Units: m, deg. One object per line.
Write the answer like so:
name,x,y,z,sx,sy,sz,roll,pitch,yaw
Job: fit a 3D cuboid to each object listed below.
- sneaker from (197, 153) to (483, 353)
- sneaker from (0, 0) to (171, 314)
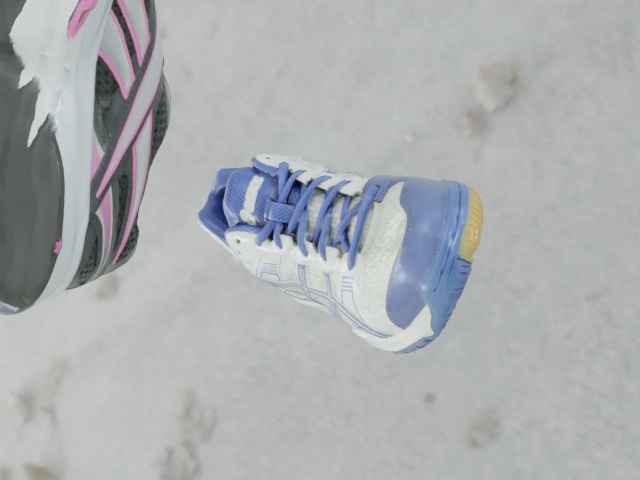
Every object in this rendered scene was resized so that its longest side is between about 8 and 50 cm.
sneaker,0.000,0.000,1.018,0.296,0.131,0.112,-4,65,70
sneaker,-0.083,-0.067,0.523,0.072,0.077,0.178,18,101,25
